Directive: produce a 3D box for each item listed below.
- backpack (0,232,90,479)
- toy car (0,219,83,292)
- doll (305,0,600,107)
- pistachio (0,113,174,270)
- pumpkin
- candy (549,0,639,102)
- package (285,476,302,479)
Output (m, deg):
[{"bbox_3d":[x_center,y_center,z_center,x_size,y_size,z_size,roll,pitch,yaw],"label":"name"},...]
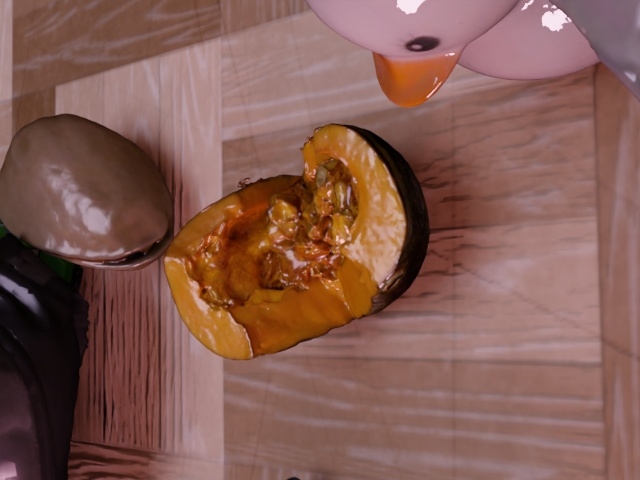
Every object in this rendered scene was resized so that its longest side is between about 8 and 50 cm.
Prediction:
[{"bbox_3d":[-0.331,0.198,0.898,0.363,0.255,0.446,26,110,26],"label":"backpack"},{"bbox_3d":[-0.280,0.020,1.007,0.165,0.062,0.071,23,103,44],"label":"toy car"},{"bbox_3d":[0.078,-0.191,0.553,0.221,0.221,0.251,22,103,44],"label":"doll"},{"bbox_3d":[-0.191,-0.037,0.884,0.185,0.126,0.108,25,145,32],"label":"pistachio"},{"bbox_3d":[0.000,0.000,0.694,0.183,0.107,0.119,-27,76,33],"label":"pumpkin"},{"bbox_3d":[0.202,-0.097,0.435,0.137,0.195,0.185,-53,50,27],"label":"candy"},{"bbox_3d":[0.043,0.287,0.671,0.269,0.071,0.194,26,104,56],"label":"package"}]
